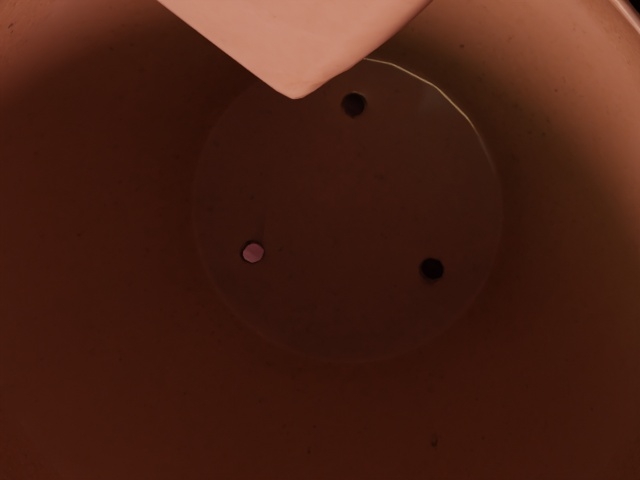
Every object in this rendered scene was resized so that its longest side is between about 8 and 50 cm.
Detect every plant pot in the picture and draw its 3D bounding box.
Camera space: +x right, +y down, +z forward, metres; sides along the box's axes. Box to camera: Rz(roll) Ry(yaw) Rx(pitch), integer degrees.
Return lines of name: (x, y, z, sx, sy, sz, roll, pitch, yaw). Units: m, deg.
plant pot: (0.000, 0.000, 0.669, 0.284, 0.284, 0.191, 35, -169, -1)

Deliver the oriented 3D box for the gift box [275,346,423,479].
gift box: (0.036, 0.184, 0.824, 0.255, 0.258, 0.276, -3, 137, -2)

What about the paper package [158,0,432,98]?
paper package: (-0.027, -0.218, 0.348, 0.309, 0.168, 0.325, 38, 156, -8)
